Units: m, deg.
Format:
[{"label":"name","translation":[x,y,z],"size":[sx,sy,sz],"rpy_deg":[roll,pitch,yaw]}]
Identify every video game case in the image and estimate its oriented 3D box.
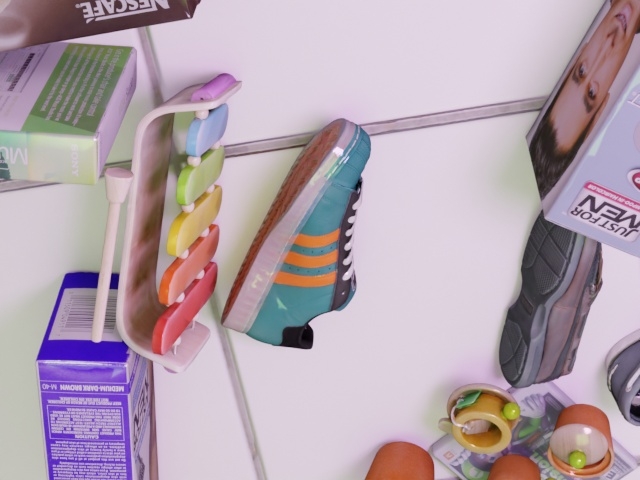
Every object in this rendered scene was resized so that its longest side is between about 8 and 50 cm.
[{"label":"video game case","translation":[0.264,0.267,1.640],"size":[0.173,0.022,0.190],"rpy_deg":[-40,111,22]}]

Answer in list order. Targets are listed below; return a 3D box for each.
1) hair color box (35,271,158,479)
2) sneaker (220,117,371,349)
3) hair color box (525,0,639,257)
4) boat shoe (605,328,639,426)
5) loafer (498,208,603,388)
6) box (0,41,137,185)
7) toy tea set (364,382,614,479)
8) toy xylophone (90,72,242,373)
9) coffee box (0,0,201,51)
[{"label":"hair color box","translation":[-0.252,0.228,1.547],"size":[0.110,0.185,0.339],"rpy_deg":[3,120,-1]},{"label":"sneaker","translation":[0.000,0.000,1.458],"size":[0.121,0.108,0.302],"rpy_deg":[23,126,-11]},{"label":"hair color box","translation":[0.342,-0.191,1.282],"size":[0.113,0.185,0.374],"rpy_deg":[22,118,-10]},{"label":"boat shoe","translation":[0.461,0.108,1.486],"size":[0.319,0.099,0.116],"rpy_deg":[-35,110,26]},{"label":"loafer","translation":[0.273,0.053,1.492],"size":[0.084,0.096,0.267],"rpy_deg":[-1,129,-19]},{"label":"box","translation":[-0.358,-0.137,1.318],"size":[0.322,0.232,0.058],"rpy_deg":[3,119,1]},{"label":"toy tea set","translation":[0.187,0.287,1.556],"size":[0.200,0.124,0.336],"rpy_deg":[35,129,-14]},{"label":"toy xylophone","translation":[-0.158,-0.009,1.388],"size":[0.081,0.236,0.323],"rpy_deg":[12,118,8]},{"label":"coffee box","translation":[-0.276,-0.286,1.294],"size":[0.297,0.119,0.168],"rpy_deg":[-8,118,7]}]
